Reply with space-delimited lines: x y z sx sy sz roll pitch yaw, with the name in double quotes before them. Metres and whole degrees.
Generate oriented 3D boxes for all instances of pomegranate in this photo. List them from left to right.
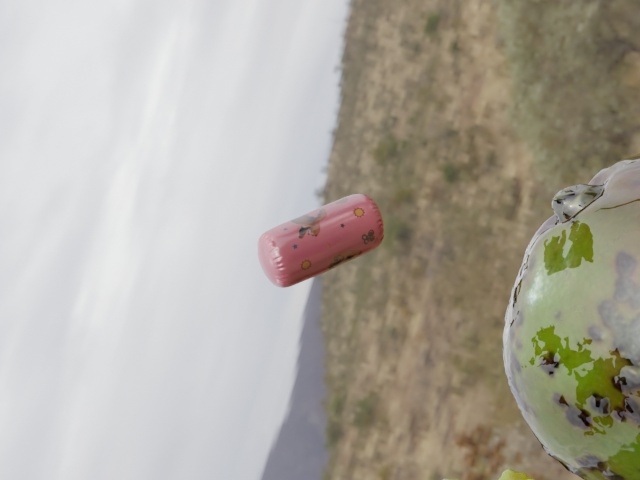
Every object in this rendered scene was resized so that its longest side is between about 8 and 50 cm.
"pomegranate" 0.172 0.048 0.551 0.159 0.205 0.159 -50 15 19

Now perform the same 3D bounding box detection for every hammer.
"hammer" 0.000 0.000 0.805 0.083 0.043 0.043 -25 -21 -19

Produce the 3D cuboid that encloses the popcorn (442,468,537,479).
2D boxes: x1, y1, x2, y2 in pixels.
"popcorn" 0.128 0.246 1.011 0.126 0.145 0.125 62 -159 -78
